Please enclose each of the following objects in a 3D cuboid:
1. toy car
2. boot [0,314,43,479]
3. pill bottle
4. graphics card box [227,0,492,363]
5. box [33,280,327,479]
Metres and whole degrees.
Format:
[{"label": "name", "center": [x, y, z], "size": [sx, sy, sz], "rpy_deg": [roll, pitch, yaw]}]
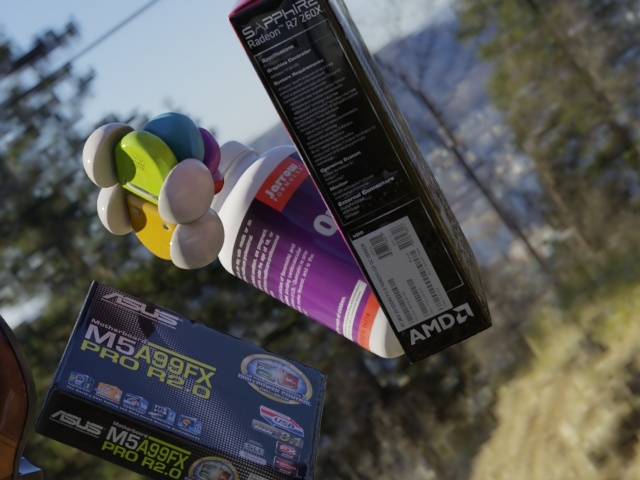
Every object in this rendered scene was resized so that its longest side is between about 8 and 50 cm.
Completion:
[{"label": "toy car", "center": [-0.166, -0.068, 1.822], "size": [0.136, 0.159, 0.182], "rpy_deg": [-47, -31, -28]}, {"label": "boot", "center": [-0.457, 0.221, 1.798], "size": [0.280, 0.264, 0.096], "rpy_deg": [-10, 14, -31]}, {"label": "pill bottle", "center": [0.000, 0.000, 2.025], "size": [0.181, 0.323, 0.181], "rpy_deg": [-54, -17, -26]}, {"label": "graphics card box", "center": [0.040, -0.089, 1.547], "size": [0.094, 0.371, 0.233], "rpy_deg": [-27, 14, 8]}, {"label": "box", "center": [-0.133, 0.161, 1.635], "size": [0.216, 0.270, 0.060], "rpy_deg": [-80, 14, -63]}]
